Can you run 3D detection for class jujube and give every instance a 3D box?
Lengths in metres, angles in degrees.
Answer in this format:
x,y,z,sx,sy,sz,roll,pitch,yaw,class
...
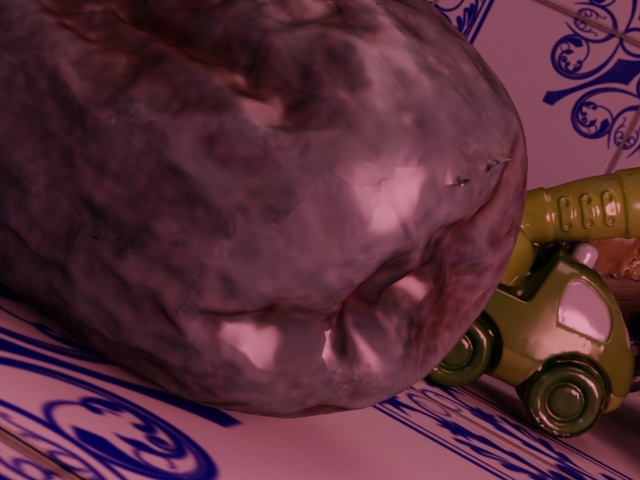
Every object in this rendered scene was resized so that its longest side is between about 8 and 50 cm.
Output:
x,y,z,sx,sy,sz,roll,pitch,yaw,class
-0.059,-0.045,0.731,0.308,0.246,0.215,36,-28,31,jujube

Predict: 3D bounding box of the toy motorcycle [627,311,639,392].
x,y,z,sx,sy,sz,roll,pitch,yaw,class
0.361,0.125,1.103,0.212,0.125,0.358,-16,22,-13,toy motorcycle

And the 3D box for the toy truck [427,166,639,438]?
x,y,z,sx,sy,sz,roll,pitch,yaw,class
0.159,0.036,1.104,0.187,0.211,0.148,8,6,4,toy truck

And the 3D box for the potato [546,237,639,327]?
x,y,z,sx,sy,sz,roll,pitch,yaw,class
0.254,0.024,1.326,0.299,0.116,0.239,-11,-20,38,potato
